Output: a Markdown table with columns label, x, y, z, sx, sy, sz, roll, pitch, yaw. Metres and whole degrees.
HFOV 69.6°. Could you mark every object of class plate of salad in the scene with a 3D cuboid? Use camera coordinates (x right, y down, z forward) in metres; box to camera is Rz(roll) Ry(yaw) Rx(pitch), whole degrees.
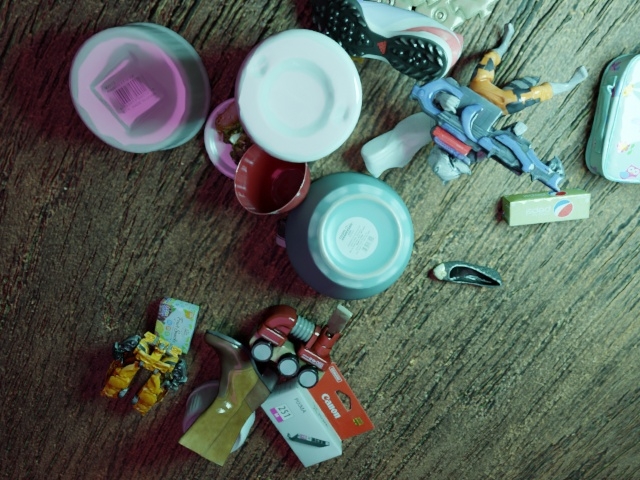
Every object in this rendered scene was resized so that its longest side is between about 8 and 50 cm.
| label | x | y | z | sx | sy | sz | roll | pitch | yaw |
| --- | --- | --- | --- | --- | --- | --- | --- | --- | --- |
| plate of salad | -0.174 | -0.230 | 1.070 | 0.200 | 0.048 | 0.199 | 1 | 111 | 2 |

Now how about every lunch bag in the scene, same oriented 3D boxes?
| label | x | y | z | sx | sy | sz | roll | pitch | yaw |
| --- | --- | --- | --- | --- | --- | --- | --- | --- | --- |
| lunch bag | 0.703 | -0.264 | 0.983 | 0.224 | 0.108 | 0.279 | 3 | 110 | 7 |

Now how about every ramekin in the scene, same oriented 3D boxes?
| label | x | y | z | sx | sy | sz | roll | pitch | yaw |
| --- | --- | --- | --- | --- | --- | --- | --- | --- | --- |
| ramekin | -0.387 | -0.321 | 0.991 | 0.277 | 0.135 | 0.277 | 0 | 112 | 0 |
| ramekin | -0.299 | 0.521 | 1.335 | 0.207 | 0.109 | 0.207 | 1 | 111 | 3 |

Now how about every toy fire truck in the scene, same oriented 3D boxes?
| label | x | y | z | sx | sy | sz | roll | pitch | yaw |
| --- | --- | --- | --- | --- | --- | --- | --- | --- | --- |
| toy fire truck | -0.039 | 0.236 | 1.203 | 0.217 | 0.158 | 0.246 | 33 | 97 | -9 |

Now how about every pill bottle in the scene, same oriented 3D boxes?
| label | x | y | z | sx | sy | sz | roll | pitch | yaw |
| --- | --- | --- | --- | --- | --- | --- | --- | --- | --- |
| pill bottle | -0.029 | -0.281 | 0.874 | 0.204 | 0.361 | 0.204 | 1 | 111 | 2 |

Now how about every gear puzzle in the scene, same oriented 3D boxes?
| label | x | y | z | sx | sy | sz | roll | pitch | yaw |
| --- | --- | --- | --- | --- | --- | --- | --- | --- | --- |
| gear puzzle | 0.188 | -0.476 | 0.964 | 0.339 | 0.044 | 0.175 | -29 | 109 | 16 |

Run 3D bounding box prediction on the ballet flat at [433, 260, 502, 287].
| label | x | y | z | sx | sy | sz | roll | pitch | yaw |
| --- | --- | --- | --- | --- | --- | --- | --- | --- | --- |
| ballet flat | 0.373 | 0.086 | 1.166 | 0.173 | 0.049 | 0.057 | 5 | 111 | 1 |

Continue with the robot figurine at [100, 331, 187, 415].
| label | x | y | z | sx | sy | sz | roll | pitch | yaw |
| --- | --- | --- | --- | --- | --- | --- | --- | --- | --- |
| robot figurine | -0.487 | 0.362 | 1.270 | 0.211 | 0.085 | 0.291 | 33 | 120 | -13 |

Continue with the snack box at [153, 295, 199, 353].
| label | x | y | z | sx | sy | sz | roll | pitch | yaw |
| --- | --- | --- | --- | --- | --- | --- | --- | --- | --- |
| snack box | -0.398 | 0.233 | 1.265 | 0.100 | 0.037 | 0.141 | 16 | 112 | -4 |

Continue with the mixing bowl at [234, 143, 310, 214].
| label | x | y | z | sx | sy | sz | roll | pitch | yaw |
| --- | --- | --- | --- | --- | --- | --- | --- | --- | --- |
| mixing bowl | -0.091 | -0.133 | 1.032 | 0.181 | 0.098 | 0.181 | -6 | 75 | 24 |

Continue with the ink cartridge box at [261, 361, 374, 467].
| label | x | y | z | sx | sy | sz | roll | pitch | yaw |
| --- | --- | --- | --- | --- | --- | --- | --- | --- | --- |
| ink cartridge box | -0.004 | 0.515 | 1.347 | 0.239 | 0.060 | 0.275 | -26 | 108 | 13 |

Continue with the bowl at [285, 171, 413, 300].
| label | x | y | z | sx | sy | sz | roll | pitch | yaw |
| --- | --- | --- | --- | --- | --- | --- | --- | --- | --- |
| bowl | 0.078 | -0.010 | 1.029 | 0.312 | 0.163 | 0.311 | 0 | 90 | -6 |

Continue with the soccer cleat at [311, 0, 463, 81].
| label | x | y | z | sx | sy | sz | roll | pitch | yaw |
| --- | --- | --- | --- | --- | --- | --- | --- | --- | --- |
| soccer cleat | 0.128 | -0.420 | 0.918 | 0.318 | 0.116 | 0.108 | 31 | 145 | 17 |

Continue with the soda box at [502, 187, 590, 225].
| label | x | y | z | sx | sy | sz | roll | pitch | yaw |
| --- | --- | --- | --- | --- | --- | --- | --- | --- | --- |
| soda box | 0.530 | -0.080 | 1.090 | 0.181 | 0.058 | 0.061 | -6 | 111 | 4 |

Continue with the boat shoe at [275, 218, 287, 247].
| label | x | y | z | sx | sy | sz | roll | pitch | yaw |
| --- | --- | --- | --- | --- | --- | --- | --- | --- | --- |
| boat shoe | 0.000 | 0.000 | 1.135 | 0.219 | 0.078 | 0.070 | 14 | 112 | -1 |

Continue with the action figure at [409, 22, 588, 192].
| label | x | y | z | sx | sy | sz | roll | pitch | yaw |
| --- | --- | --- | --- | --- | --- | --- | --- | --- | --- |
| action figure | 0.364 | -0.232 | 0.933 | 0.330 | 0.178 | 0.341 | -44 | 77 | 4 |

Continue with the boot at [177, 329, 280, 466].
| label | x | y | z | sx | sy | sz | roll | pitch | yaw |
| --- | --- | --- | --- | --- | --- | --- | --- | --- | --- |
| boot | -0.280 | 0.411 | 1.223 | 0.264 | 0.096 | 0.280 | 50 | 64 | -24 |

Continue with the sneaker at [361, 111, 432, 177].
| label | x | y | z | sx | sy | sz | roll | pitch | yaw |
| --- | --- | --- | --- | --- | --- | --- | --- | --- | --- |
| sneaker | 0.199 | -0.216 | 1.053 | 0.212 | 0.080 | 0.094 | -26 | 134 | 4 |
